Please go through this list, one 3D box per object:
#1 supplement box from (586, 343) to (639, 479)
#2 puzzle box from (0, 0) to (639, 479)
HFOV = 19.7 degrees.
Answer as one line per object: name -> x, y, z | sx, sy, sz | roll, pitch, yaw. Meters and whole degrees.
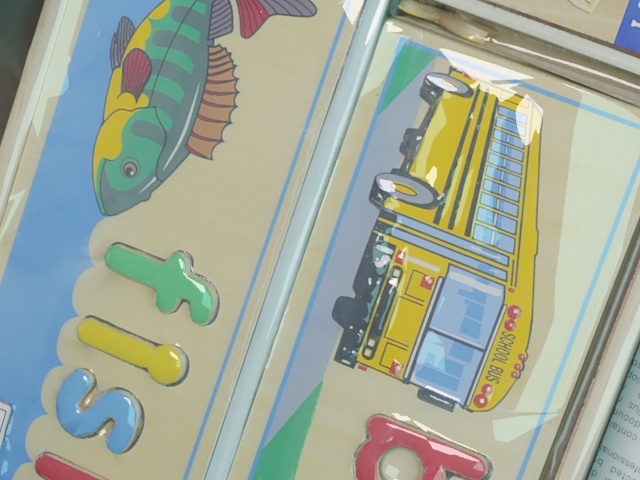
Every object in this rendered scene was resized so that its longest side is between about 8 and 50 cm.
supplement box -> 0.177, 0.027, 0.770 | 0.111, 0.114, 0.220 | 8, 106, -50
puzzle box -> 0.000, 0.000, 0.739 | 0.272, 0.052, 0.409 | 21, 102, 12
